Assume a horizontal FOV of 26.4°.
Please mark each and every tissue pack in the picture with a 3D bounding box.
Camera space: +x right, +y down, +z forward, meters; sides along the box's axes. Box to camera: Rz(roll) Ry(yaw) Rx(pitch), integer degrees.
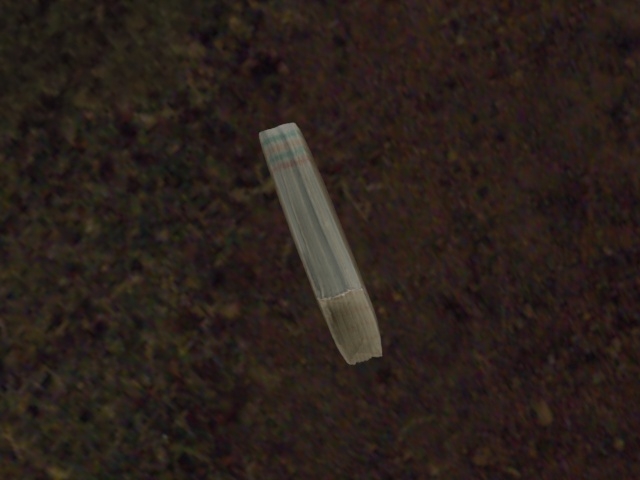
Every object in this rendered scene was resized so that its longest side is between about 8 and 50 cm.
[{"bbox_3d":[0.000,0.000,0.625,0.023,0.056,0.108,-21,52,0],"label":"tissue pack"}]
